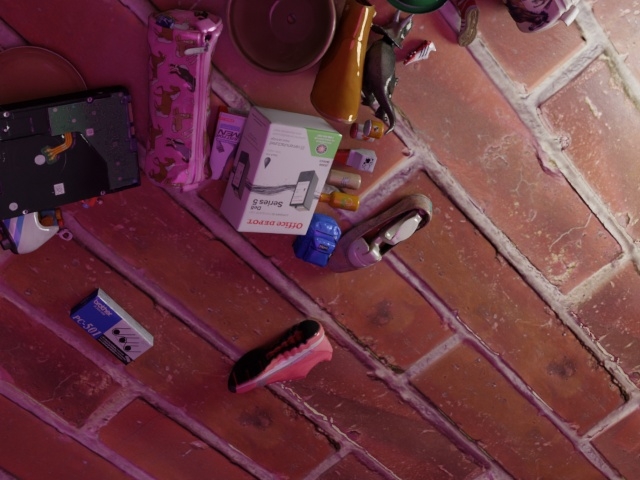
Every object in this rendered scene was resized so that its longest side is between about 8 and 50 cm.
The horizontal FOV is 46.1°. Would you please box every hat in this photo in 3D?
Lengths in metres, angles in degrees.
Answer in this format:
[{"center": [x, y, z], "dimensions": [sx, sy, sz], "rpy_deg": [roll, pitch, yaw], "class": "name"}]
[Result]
[{"center": [0.210, -0.576, 1.555], "dimensions": [0.208, 0.183, 0.173], "rpy_deg": [3, 94, -9], "class": "hat"}]

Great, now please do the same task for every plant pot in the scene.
[{"center": [-0.632, -0.315, 1.664], "dimensions": [0.236, 0.032, 0.236], "rpy_deg": [-4, 119, -8], "class": "plant pot"}, {"center": [-0.075, -0.474, 1.608], "dimensions": [0.237, 0.110, 0.237], "rpy_deg": [3, 105, 11], "class": "plant pot"}]

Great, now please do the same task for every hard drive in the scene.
[{"center": [-0.569, -0.196, 1.638], "dimensions": [0.339, 0.064, 0.237], "rpy_deg": [-19, 123, -31], "class": "hard drive"}]

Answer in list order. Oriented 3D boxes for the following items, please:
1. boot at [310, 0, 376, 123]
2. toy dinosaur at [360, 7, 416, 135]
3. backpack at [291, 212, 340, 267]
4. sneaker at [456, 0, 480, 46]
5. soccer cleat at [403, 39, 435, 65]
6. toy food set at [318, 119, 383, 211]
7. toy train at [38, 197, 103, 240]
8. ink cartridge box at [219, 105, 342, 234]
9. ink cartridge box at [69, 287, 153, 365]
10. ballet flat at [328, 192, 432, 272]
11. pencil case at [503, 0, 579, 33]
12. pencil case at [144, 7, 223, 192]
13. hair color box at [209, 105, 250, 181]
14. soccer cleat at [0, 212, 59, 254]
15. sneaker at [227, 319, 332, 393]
[{"center": [0.055, -0.394, 1.586], "dimensions": [0.104, 0.295, 0.211], "rpy_deg": [13, 124, -12], "class": "boot"}, {"center": [0.128, -0.370, 1.664], "dimensions": [0.121, 0.313, 0.160], "rpy_deg": [9, 146, 11], "class": "toy dinosaur"}, {"center": [0.000, 0.000, 1.895], "dimensions": [0.098, 0.101, 0.120], "rpy_deg": [17, 110, -24], "class": "backpack"}, {"center": [0.335, -0.507, 1.723], "dimensions": [0.042, 0.067, 0.118], "rpy_deg": [-7, 148, -8], "class": "sneaker"}, {"center": [0.230, -0.430, 1.748], "dimensions": [0.083, 0.029, 0.035], "rpy_deg": [-40, 112, 7], "class": "soccer cleat"}, {"center": [0.064, -0.194, 1.794], "dimensions": [0.104, 0.111, 0.232], "rpy_deg": [10, 122, -14], "class": "toy food set"}, {"center": [-0.604, -0.071, 1.787], "dimensions": [0.125, 0.046, 0.166], "rpy_deg": [31, 108, -22], "class": "toy train"}, {"center": [-0.096, -0.157, 1.757], "dimensions": [0.198, 0.115, 0.273], "rpy_deg": [3, 118, -34], "class": "ink cartridge box"}, {"center": [-0.540, 0.226, 1.954], "dimensions": [0.097, 0.046, 0.207], "rpy_deg": [-36, 117, 8], "class": "ink cartridge box"}, {"center": [0.151, -0.006, 1.912], "dimensions": [0.316, 0.106, 0.107], "rpy_deg": [-39, 117, 12], "class": "ballet flat"}, {"center": [0.405, -0.635, 1.583], "dimensions": [0.160, 0.183, 0.410], "rpy_deg": [-36, 118, 10], "class": "pencil case"}, {"center": [-0.303, -0.304, 1.644], "dimensions": [0.160, 0.167, 0.386], "rpy_deg": [8, 117, -2], "class": "pencil case"}, {"center": [-0.210, -0.224, 1.769], "dimensions": [0.093, 0.053, 0.167], "rpy_deg": [9, 117, -15], "class": "hair color box"}, {"center": [-0.710, -0.133, 1.701], "dimensions": [0.143, 0.116, 0.331], "rpy_deg": [-28, 104, -26], "class": "soccer cleat"}, {"center": [-0.104, 0.351, 2.052], "dimensions": [0.314, 0.116, 0.136], "rpy_deg": [-31, 119, 7], "class": "sneaker"}]
